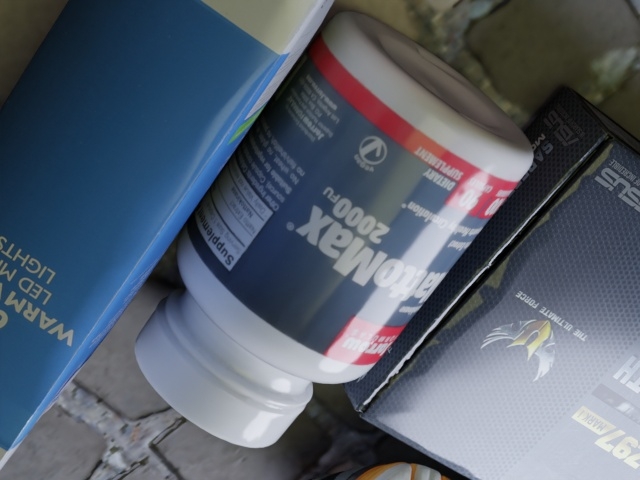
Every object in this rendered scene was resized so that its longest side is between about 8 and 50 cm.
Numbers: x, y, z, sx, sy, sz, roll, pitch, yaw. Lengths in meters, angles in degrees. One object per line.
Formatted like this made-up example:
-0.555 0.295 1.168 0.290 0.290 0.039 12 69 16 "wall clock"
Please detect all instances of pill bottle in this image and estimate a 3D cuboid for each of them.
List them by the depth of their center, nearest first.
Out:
0.000 0.000 0.652 0.108 0.108 0.180 27 109 -28 "pill bottle"

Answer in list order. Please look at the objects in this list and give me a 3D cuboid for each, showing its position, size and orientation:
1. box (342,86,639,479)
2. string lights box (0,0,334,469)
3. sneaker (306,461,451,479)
0.150 0.056 0.757 0.232 0.059 0.183 33 108 -29 "box"
-0.088 -0.026 0.586 0.077 0.133 0.260 35 107 -4 "string lights box"
0.061 0.167 0.790 0.083 0.084 0.215 -6 150 39 "sneaker"
